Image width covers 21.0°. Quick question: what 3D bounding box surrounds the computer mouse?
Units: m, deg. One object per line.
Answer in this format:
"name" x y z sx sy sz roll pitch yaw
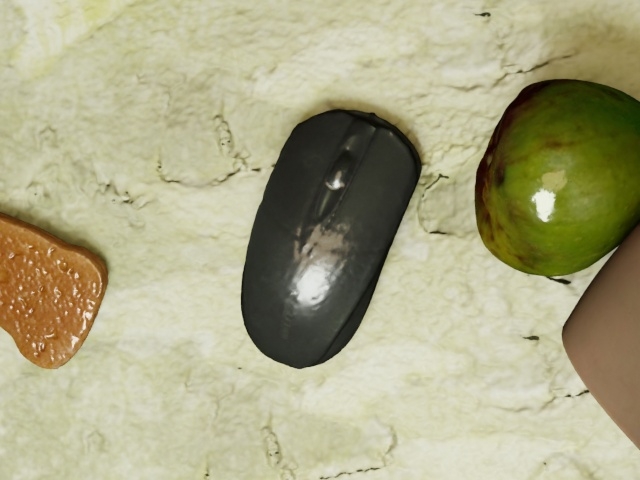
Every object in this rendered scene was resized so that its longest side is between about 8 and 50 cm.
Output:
"computer mouse" 0.000 0.000 1.690 0.138 0.086 0.269 22 97 10

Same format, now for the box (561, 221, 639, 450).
"box" 0.373 0.093 1.524 0.301 0.301 0.216 45 109 6

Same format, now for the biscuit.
"biscuit" -0.327 0.069 1.792 0.192 0.036 0.186 23 101 10

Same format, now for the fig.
"fig" 0.233 -0.062 1.595 0.191 0.181 0.181 -16 90 -8
